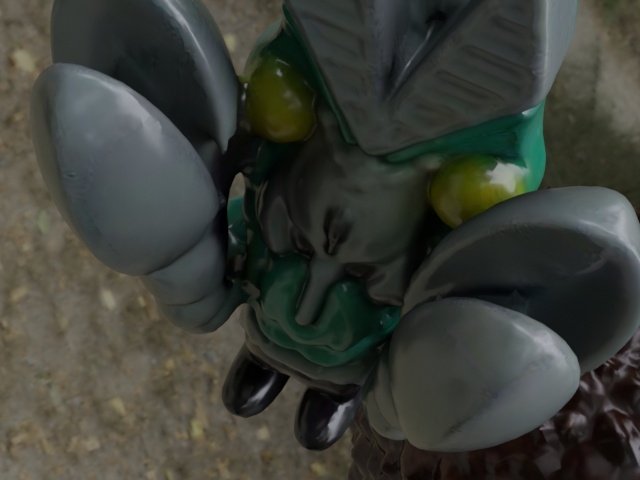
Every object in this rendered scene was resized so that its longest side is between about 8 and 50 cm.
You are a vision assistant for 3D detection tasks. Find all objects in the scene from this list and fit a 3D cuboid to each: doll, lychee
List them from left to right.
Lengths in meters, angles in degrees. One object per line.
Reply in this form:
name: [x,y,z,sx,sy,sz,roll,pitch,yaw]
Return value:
doll: [0.020,0.003,0.421,0.258,0.195,0.153,72,31,-41]
lychee: [0.144,0.116,0.692,0.264,0.264,0.300,-19,86,-64]
